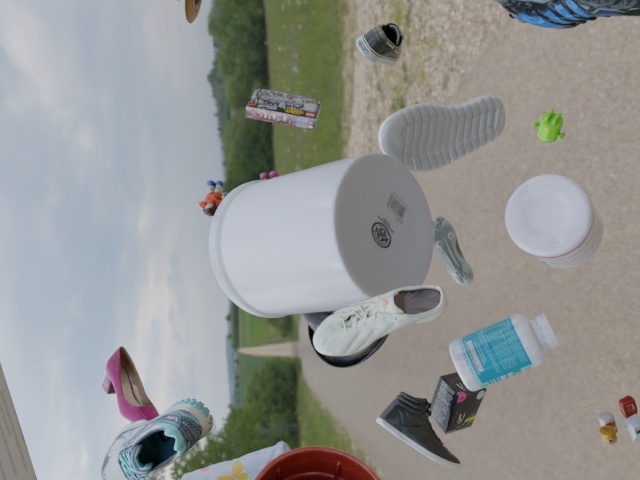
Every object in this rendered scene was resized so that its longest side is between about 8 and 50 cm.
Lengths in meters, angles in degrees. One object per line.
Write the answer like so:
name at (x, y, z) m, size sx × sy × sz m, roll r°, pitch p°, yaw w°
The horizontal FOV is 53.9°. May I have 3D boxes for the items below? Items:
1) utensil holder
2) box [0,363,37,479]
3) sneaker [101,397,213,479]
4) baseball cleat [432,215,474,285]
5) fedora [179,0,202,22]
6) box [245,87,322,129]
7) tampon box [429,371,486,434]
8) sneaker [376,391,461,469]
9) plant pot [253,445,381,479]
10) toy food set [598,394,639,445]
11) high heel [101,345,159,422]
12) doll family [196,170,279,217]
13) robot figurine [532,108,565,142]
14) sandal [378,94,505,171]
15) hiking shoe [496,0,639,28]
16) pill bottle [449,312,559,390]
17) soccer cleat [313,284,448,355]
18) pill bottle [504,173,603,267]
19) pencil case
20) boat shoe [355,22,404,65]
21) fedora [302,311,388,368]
utensil holder at (0.000, 0.000, 1.361) m, size 0.385 × 0.327 × 0.328 m, roll -9°, pitch 82°, yaw 47°
box at (-0.283, 0.131, 0.490) m, size 0.067 × 0.063 × 0.324 m, roll -28°, pitch -66°, yaw -48°
sneaker at (-0.346, 0.408, 1.226) m, size 0.110 × 0.283 × 0.122 m, roll 52°, pitch -159°, yaw 0°
baseball cleat at (0.350, 0.035, 1.727) m, size 0.109 × 0.072 × 0.206 m, roll 84°, pitch 165°, yaw -79°
fedora at (-0.259, -0.505, 1.172) m, size 0.194 × 0.079 × 0.195 m, roll -171°, pitch 90°, yaw -84°
box at (-0.070, -0.259, 1.236) m, size 0.094 × 0.136 × 0.027 m, roll -79°, pitch -1°, yaw -53°
tampon box at (0.435, 0.516, 2.019) m, size 0.101 × 0.120 × 0.161 m, roll 45°, pitch 132°, yaw 47°
sneaker at (0.331, 0.578, 1.941) m, size 0.147 × 0.295 × 0.104 m, roll -57°, pitch -2°, yaw -10°
plant pot at (-0.010, 0.594, 1.220) m, size 0.272 × 0.272 × 0.265 m, roll -101°, pitch 13°, yaw -53°
toy food set at (0.849, 0.494, 1.689) m, size 0.105 × 0.232 × 0.111 m, roll 67°, pitch 173°, yaw -19°
high heel at (-0.462, 0.370, 1.583) m, size 0.244 × 0.082 × 0.117 m, roll 29°, pitch 101°, yaw 41°
doll family at (-0.211, -0.091, 1.769) m, size 0.163 × 0.262 × 0.118 m, roll -93°, pitch -8°, yaw -49°
robot figurine at (0.704, -0.346, 1.932) m, size 0.067 × 0.101 × 0.115 m, roll -51°, pitch -24°, yaw -22°
sandal at (0.307, -0.276, 1.626) m, size 0.102 × 0.416 × 0.170 m, roll 17°, pitch 117°, yaw 58°
hiking shoe at (0.425, -0.406, 1.024) m, size 0.304 × 0.132 × 0.113 m, roll 29°, pitch 93°, yaw 43°
pill bottle at (0.487, 0.287, 1.667) m, size 0.146 × 0.264 × 0.146 m, roll 55°, pitch -163°, yaw -27°
soccer cleat at (0.080, 0.103, 0.865) m, size 0.076 × 0.196 × 0.068 m, roll 75°, pitch 175°, yaw -67°
pill bottle at (0.492, -0.028, 1.300) m, size 0.283 × 0.160 × 0.161 m, roll 17°, pitch -114°, yaw -58°
pencil case at (-0.184, 0.557, 1.454) m, size 0.124 × 0.272 × 0.114 m, roll 73°, pitch 179°, yaw -58°
boat shoe at (0.148, -0.431, 1.371) m, size 0.078 × 0.070 × 0.219 m, roll 55°, pitch -153°, yaw -3°
fedora at (0.047, 0.179, 1.724) m, size 0.152 × 0.334 × 0.334 m, roll 36°, pitch -148°, yaw -36°
